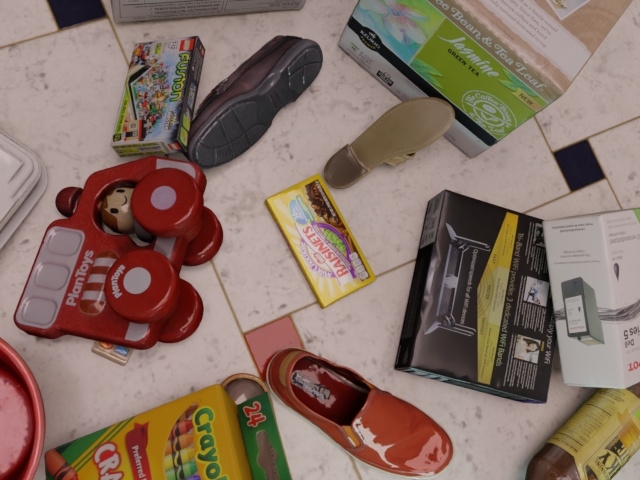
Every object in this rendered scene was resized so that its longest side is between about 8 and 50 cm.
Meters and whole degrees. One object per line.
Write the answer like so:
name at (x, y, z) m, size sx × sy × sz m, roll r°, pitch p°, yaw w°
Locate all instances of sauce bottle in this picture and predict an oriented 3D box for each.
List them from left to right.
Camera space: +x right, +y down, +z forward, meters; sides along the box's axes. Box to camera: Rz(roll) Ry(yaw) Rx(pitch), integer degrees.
sauce bottle at (0.417, 0.363, 1.172) m, size 0.344 × 0.111 × 0.111 m, roll -40°, pitch 89°, yaw -15°

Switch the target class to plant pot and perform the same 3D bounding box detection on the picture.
plant pot at (-0.477, 0.245, 0.926) m, size 0.275 × 0.243 × 0.274 m, roll 2°, pitch 78°, yaw -11°

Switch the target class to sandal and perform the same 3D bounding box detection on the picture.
sandal at (0.116, -0.165, 1.236) m, size 0.240 × 0.079 × 0.088 m, roll -31°, pitch 83°, yaw 6°

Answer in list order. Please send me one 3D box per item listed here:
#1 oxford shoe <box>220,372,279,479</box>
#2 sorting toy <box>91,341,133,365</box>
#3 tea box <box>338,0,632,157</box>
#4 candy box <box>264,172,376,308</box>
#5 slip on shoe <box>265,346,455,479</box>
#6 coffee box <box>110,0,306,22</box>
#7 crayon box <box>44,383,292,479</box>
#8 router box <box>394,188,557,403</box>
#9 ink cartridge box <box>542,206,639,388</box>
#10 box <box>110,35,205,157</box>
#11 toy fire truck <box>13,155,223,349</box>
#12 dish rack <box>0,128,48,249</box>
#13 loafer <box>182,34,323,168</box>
oxford shoe at (-0.114, 0.372, 1.035) m, size 0.130 × 0.133 × 0.363 m, roll 4°, pitch 74°, yaw -11°
sorting toy at (-0.324, 0.148, 1.100) m, size 0.083 × 0.012 × 0.062 m, roll 26°, pitch 75°, yaw -7°
tea box at (0.246, -0.354, 1.170) m, size 0.329 × 0.323 × 0.220 m, roll 39°, pitch 73°, yaw -2°
candy box at (0.000, 0.000, 1.196) m, size 0.105 × 0.027 × 0.205 m, roll -28°, pitch 85°, yaw -13°
slip on shoe at (0.067, 0.272, 1.117) m, size 0.331 × 0.101 × 0.123 m, roll 33°, pitch 72°, yaw -6°
coffee box at (-0.184, -0.578, 1.114) m, size 0.338 × 0.334 × 0.337 m, roll -10°, pitch 80°, yaw -16°
crayon box at (-0.204, 0.329, 0.966) m, size 0.319 × 0.081 × 0.202 m, roll -22°, pitch 52°, yaw 0°
router box at (0.277, 0.096, 1.209) m, size 0.243 × 0.081 × 0.308 m, roll 17°, pitch 75°, yaw -9°
ink cartridge box at (0.483, 0.088, 1.184) m, size 0.198 × 0.115 × 0.272 m, roll -8°, pitch 91°, yaw -38°
box at (-0.253, -0.229, 1.133) m, size 0.114 × 0.036 × 0.207 m, roll -3°, pitch 61°, yaw 13°
toy fire truck at (-0.297, 0.010, 1.067) m, size 0.254 × 0.169 × 0.302 m, roll 10°, pitch 72°, yaw 8°
dish rack at (-0.583, -0.103, 1.007) m, size 0.333 × 0.072 × 0.285 m, roll 36°, pitch 58°, yaw -17°
loafer at (-0.125, -0.235, 1.192) m, size 0.095 × 0.109 × 0.302 m, roll 33°, pitch 67°, yaw 31°
